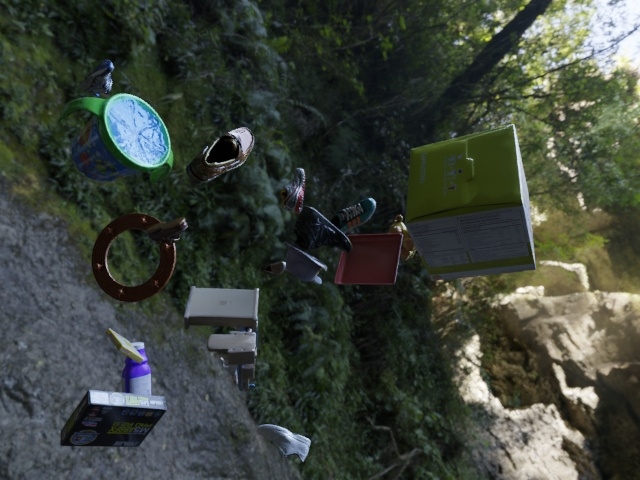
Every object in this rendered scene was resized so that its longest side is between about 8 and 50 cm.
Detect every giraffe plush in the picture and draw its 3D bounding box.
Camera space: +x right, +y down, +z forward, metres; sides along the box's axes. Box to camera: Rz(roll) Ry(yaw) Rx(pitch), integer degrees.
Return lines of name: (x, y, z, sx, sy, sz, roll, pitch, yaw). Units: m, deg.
giraffe plush: (0.392, -0.025, 2.195, 0.170, 0.182, 0.210, 39, 10, 17)

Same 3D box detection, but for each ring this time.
ring: (-0.703, 0.062, 1.744, 0.337, 0.336, 0.032, 62, 4, 12)

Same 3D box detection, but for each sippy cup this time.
sippy cup: (-0.616, -0.286, 1.410, 0.223, 0.240, 0.306, -19, -71, 29)

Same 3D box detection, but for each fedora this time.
fedora: (-0.096, 0.122, 2.327, 0.243, 0.125, 0.275, 29, -1, 29)

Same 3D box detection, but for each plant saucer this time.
plant saucer: (0.206, 0.087, 1.951, 0.048, 0.258, 0.259, 63, 34, -44)

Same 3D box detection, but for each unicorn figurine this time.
unicorn figurine: (-0.321, 0.467, 1.747, 0.111, 0.060, 0.162, 49, -50, 28)

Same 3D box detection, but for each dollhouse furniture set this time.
dollhouse furniture set: (-0.287, 0.327, 1.370, 0.287, 0.197, 0.304, -97, -169, -57)

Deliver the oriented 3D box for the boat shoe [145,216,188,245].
boat shoe: (-0.495, -0.026, 1.537, 0.206, 0.073, 0.073, -8, -67, 44)

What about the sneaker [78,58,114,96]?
sneaker: (-0.535, -0.396, 1.150, 0.135, 0.052, 0.058, -12, -43, 41)

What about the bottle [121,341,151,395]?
bottle: (-0.793, 0.586, 2.012, 0.092, 0.118, 0.283, -2, -90, 38)

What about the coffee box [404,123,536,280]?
coffee box: (0.487, -0.110, 1.516, 0.334, 0.337, 0.338, 54, 37, -43)

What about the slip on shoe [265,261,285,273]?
slip on shoe: (-0.191, 0.115, 1.975, 0.135, 0.041, 0.052, -12, -108, 59)

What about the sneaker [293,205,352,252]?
sneaker: (0.000, 0.000, 1.505, 0.227, 0.130, 0.087, 37, -8, -33)

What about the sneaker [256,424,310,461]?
sneaker: (-0.145, 0.756, 1.739, 0.212, 0.094, 0.080, 21, -36, -3)

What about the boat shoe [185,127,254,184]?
boat shoe: (-0.288, -0.281, 1.477, 0.111, 0.307, 0.104, 46, -45, -13)

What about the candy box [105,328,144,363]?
candy box: (-0.745, 0.398, 1.774, 0.205, 0.027, 0.105, 14, -26, 53)

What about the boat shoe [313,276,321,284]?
boat shoe: (-0.030, 0.219, 2.603, 0.100, 0.035, 0.035, 38, -38, 36)

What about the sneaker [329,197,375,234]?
sneaker: (0.157, -0.126, 2.488, 0.121, 0.302, 0.108, 15, 43, -54)

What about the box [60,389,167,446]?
box: (-0.696, 0.609, 1.586, 0.270, 0.216, 0.060, 24, 23, -40)

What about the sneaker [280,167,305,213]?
sneaker: (-0.109, -0.209, 1.863, 0.088, 0.092, 0.226, 99, -3, -49)
